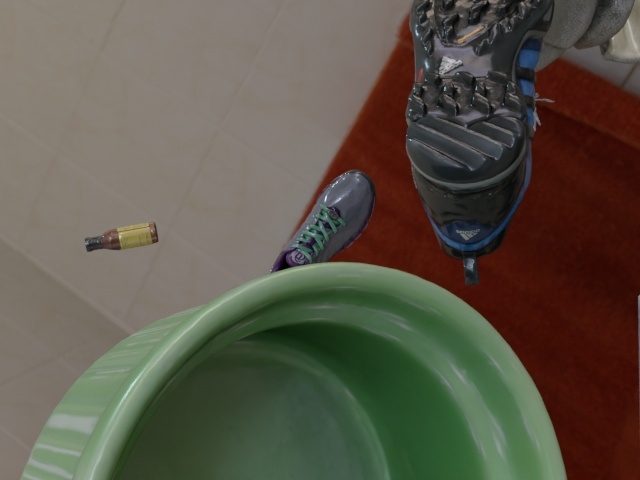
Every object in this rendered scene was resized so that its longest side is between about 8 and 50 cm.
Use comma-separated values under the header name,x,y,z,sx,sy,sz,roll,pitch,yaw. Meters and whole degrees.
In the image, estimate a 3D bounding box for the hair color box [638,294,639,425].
name,x,y,z,sx,sy,sz,roll,pitch,yaw
hair color box,0.460,0.185,1.028,0.185,0.113,0.374,-24,-51,-10

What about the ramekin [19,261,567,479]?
name,x,y,z,sx,sy,sz,roll,pitch,yaw
ramekin,-0.019,0.168,0.515,0.303,0.303,0.148,-50,21,-27

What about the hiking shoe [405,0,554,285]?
name,x,y,z,sx,sy,sz,roll,pitch,yaw
hiking shoe,0.121,-0.117,0.750,0.132,0.113,0.304,81,-158,-45

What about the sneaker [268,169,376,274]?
name,x,y,z,sx,sy,sz,roll,pitch,yaw
sneaker,0.000,0.000,1.341,0.223,0.083,0.098,-54,-3,22

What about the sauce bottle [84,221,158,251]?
name,x,y,z,sx,sy,sz,roll,pitch,yaw
sauce bottle,-0.356,-0.004,1.669,0.128,0.042,0.042,-9,-22,-6

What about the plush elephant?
name,x,y,z,sx,sy,sz,roll,pitch,yaw
plush elephant,0.314,-0.336,1.238,0.255,0.272,0.330,-45,-39,-32
